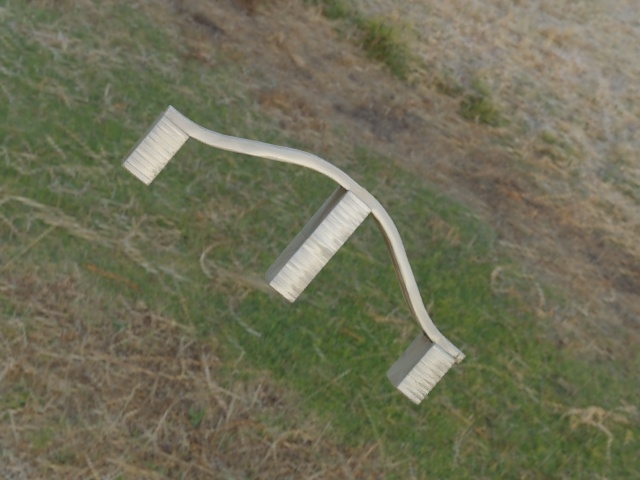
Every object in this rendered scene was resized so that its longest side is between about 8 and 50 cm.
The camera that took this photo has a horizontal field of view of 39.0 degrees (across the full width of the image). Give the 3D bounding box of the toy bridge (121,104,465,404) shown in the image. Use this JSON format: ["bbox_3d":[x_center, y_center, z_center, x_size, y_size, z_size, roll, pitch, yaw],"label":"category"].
[{"bbox_3d":[0.000,0.000,0.425,0.188,0.063,0.026,40,2,-14],"label":"toy bridge"}]
